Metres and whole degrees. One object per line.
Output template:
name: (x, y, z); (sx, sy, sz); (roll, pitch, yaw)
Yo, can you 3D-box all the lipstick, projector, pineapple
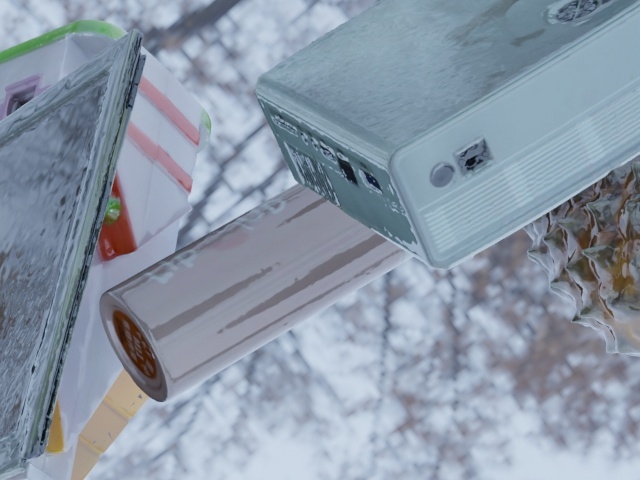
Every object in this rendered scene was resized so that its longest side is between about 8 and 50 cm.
lipstick: (0.000, 0.000, 1.043); (0.254, 0.070, 0.070); (-30, -98, -24)
projector: (0.067, -0.057, 0.662); (0.115, 0.147, 0.061); (35, 153, 57)
pineapple: (0.197, -0.028, 1.309); (0.175, 0.175, 0.361); (35, 180, -28)

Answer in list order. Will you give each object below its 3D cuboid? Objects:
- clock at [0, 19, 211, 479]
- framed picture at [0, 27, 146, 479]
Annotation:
clock: (-0.210, 0.039, 1.155); (0.166, 0.235, 0.309); (44, -141, -41)
framed picture: (-0.164, 0.035, 0.806); (0.014, 0.252, 0.197); (29, -124, -29)
